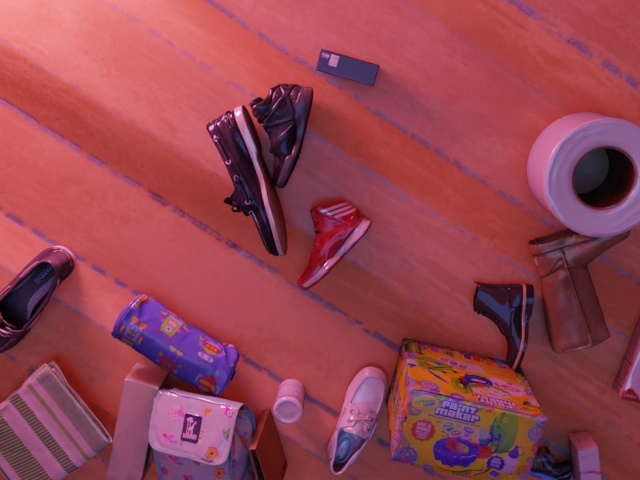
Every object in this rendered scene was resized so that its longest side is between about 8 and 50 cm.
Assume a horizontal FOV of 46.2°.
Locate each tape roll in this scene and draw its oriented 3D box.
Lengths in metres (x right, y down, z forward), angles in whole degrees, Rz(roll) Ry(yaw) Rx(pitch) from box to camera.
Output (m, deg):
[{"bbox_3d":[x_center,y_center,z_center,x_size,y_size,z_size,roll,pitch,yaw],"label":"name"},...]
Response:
[{"bbox_3d":[0.574,-0.143,1.584,0.246,0.169,0.246,0,104,2],"label":"tape roll"}]

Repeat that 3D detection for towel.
[{"bbox_3d":[-0.686,0.472,1.829,0.325,0.038,0.248,-38,90,19],"label":"towel"}]

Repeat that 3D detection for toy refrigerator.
[{"bbox_3d":[-0.437,0.445,1.816,0.094,0.102,0.269,13,104,0],"label":"toy refrigerator"}]

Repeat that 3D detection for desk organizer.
[{"bbox_3d":[0.058,-0.372,1.613,0.130,0.050,0.047,16,104,-1],"label":"desk organizer"}]

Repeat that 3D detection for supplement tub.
[{"bbox_3d":[-0.073,0.381,1.779,0.071,0.107,0.071,1,103,3],"label":"supplement tub"}]

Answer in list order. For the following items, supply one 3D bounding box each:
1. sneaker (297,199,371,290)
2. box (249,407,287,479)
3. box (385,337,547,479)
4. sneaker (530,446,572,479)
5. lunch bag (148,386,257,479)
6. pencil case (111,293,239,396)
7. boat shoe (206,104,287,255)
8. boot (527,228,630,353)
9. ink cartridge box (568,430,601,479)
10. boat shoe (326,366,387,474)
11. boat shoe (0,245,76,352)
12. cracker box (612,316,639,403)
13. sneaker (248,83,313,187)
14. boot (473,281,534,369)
[{"bbox_3d":[0.000,0.000,1.704,0.128,0.087,0.221,44,90,1],"label":"sneaker"},{"bbox_3d":[-0.121,0.511,1.766,0.021,0.201,0.164,-13,103,10],"label":"box"},{"bbox_3d":[0.309,0.375,1.670,0.290,0.279,0.177,13,104,0],"label":"box"},{"bbox_3d":[0.519,0.531,1.817,0.188,0.067,0.078,19,83,0],"label":"sneaker"},{"bbox_3d":[-0.270,0.470,1.743,0.223,0.160,0.262,7,117,21],"label":"lunch bag"},{"bbox_3d":[-0.328,0.241,1.751,0.306,0.133,0.119,32,143,-5],"label":"pencil case"},{"bbox_3d":[-0.165,-0.118,1.650,0.113,0.127,0.340,-16,101,8],"label":"boat shoe"},{"bbox_3d":[0.606,0.100,1.691,0.236,0.089,0.269,-15,103,17],"label":"boot"},{"bbox_3d":[0.631,0.530,1.790,0.052,0.088,0.122,-10,103,5],"label":"ink cartridge box"},{"bbox_3d":[0.090,0.437,1.790,0.098,0.096,0.277,19,104,-1],"label":"boat shoe"},{"bbox_3d":[-0.704,0.146,1.757,0.112,0.095,0.335,41,102,-7],"label":"boat shoe"},{"bbox_3d":[0.795,0.270,1.729,0.156,0.067,0.232,15,105,0],"label":"cracker box"},{"bbox_3d":[-0.099,-0.233,1.640,0.130,0.087,0.227,12,101,2],"label":"sneaker"},{"bbox_3d":[0.409,0.191,1.733,0.137,0.077,0.197,7,91,6],"label":"boot"}]
